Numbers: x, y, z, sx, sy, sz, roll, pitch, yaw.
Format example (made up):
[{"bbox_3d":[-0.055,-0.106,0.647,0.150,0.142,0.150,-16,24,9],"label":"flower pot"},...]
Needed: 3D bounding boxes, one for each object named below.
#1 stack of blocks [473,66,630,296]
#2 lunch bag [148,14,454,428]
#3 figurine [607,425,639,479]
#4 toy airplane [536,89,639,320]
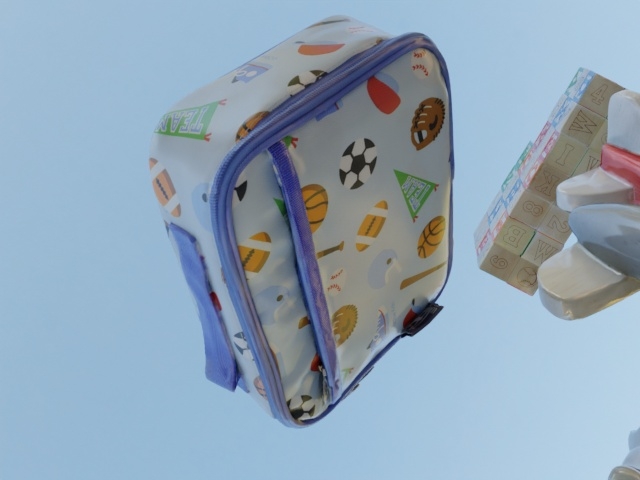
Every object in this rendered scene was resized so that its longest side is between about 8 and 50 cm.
[{"bbox_3d":[0.330,-0.090,1.033,0.087,0.171,0.297,27,-70,1],"label":"stack of blocks"},{"bbox_3d":[0.000,0.000,0.572,0.243,0.115,0.303,-40,-42,-29],"label":"lunch bag"},{"bbox_3d":[0.304,0.191,0.513,0.209,0.214,0.092,-9,-72,-56],"label":"figurine"},{"bbox_3d":[0.421,-0.042,0.703,0.384,0.272,0.386,13,-129,11],"label":"toy airplane"}]
